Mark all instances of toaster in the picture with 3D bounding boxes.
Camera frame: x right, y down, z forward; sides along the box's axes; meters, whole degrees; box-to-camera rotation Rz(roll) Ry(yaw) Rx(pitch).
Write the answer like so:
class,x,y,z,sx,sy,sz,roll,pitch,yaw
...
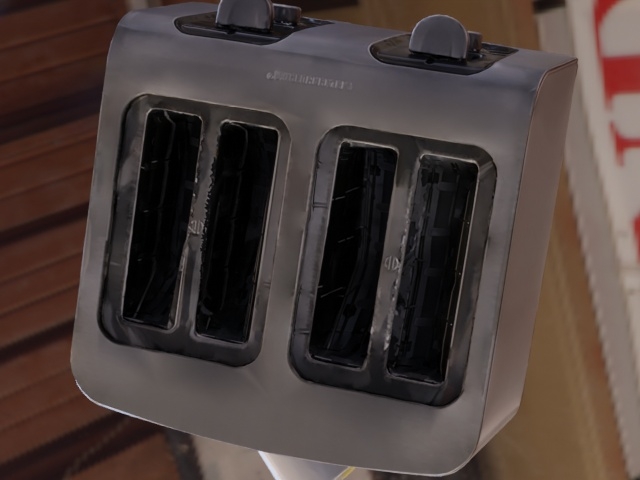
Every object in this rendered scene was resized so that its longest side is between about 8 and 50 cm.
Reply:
class,x,y,z,sx,sy,sz,roll,pitch,yaw
toaster,0.000,0.000,0.612,0.110,0.168,0.186,-19,-61,-73

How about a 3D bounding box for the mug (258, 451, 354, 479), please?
class,x,y,z,sx,sy,sz,roll,pitch,yaw
mug,-0.005,0.104,0.864,0.064,0.062,0.078,48,-150,10
